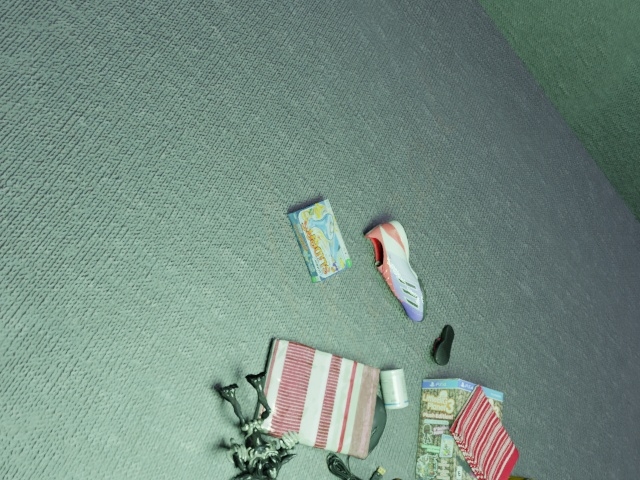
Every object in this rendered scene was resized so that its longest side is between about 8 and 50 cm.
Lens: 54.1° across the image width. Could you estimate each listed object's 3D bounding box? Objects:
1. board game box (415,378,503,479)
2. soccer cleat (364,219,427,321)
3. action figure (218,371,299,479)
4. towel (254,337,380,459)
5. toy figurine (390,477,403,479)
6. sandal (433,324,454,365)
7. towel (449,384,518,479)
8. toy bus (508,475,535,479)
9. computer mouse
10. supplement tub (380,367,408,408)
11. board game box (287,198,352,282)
[{"bbox_3d":[0.422,0.583,1.885,0.232,0.141,0.291,23,65,-36],"label":"board game box"},{"bbox_3d":[0.225,0.102,1.870,0.116,0.109,0.318,-19,95,-23],"label":"soccer cleat"},{"bbox_3d":[-0.139,0.447,1.404,0.164,0.141,0.275,-18,89,-15],"label":"action figure"},{"bbox_3d":[-0.002,0.402,1.590,0.329,0.037,0.237,22,66,-25],"label":"towel"},{"bbox_3d":[0.173,0.682,1.546,0.209,0.213,0.148,43,45,-23],"label":"toy figurine"},{"bbox_3d":[0.387,0.337,1.993,0.067,0.040,0.179,63,33,-18],"label":"sandal"},{"bbox_3d":[0.484,0.587,1.822,0.199,0.031,0.274,-43,109,-41],"label":"towel"},{"bbox_3d":[0.558,0.841,1.965,0.333,0.108,0.130,-2,81,-43],"label":"toy bus"},{"bbox_3d":[0.140,0.554,1.692,0.184,0.060,0.262,53,51,-18],"label":"computer mouse"},{"bbox_3d":[0.209,0.420,1.782,0.071,0.071,0.107,0,79,-42],"label":"supplement tub"},{"bbox_3d":[0.000,0.000,1.722,0.136,0.035,0.201,-25,97,-43],"label":"board game box"}]
